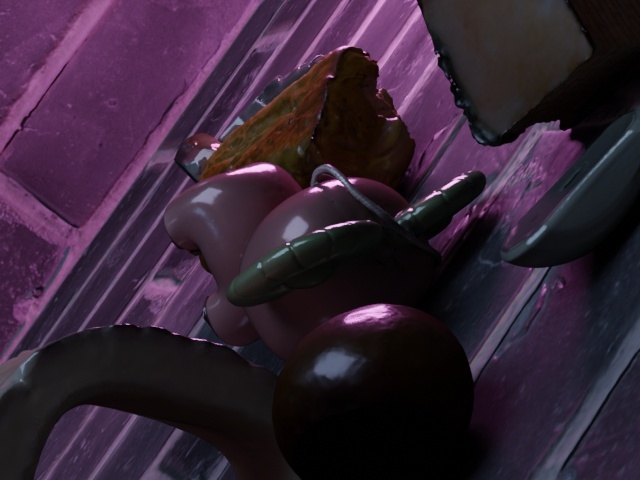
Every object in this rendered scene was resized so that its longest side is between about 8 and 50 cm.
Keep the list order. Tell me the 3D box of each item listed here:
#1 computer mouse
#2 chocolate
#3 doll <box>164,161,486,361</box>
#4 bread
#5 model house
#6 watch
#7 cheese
[{"bbox_3d":[0.220,-0.037,1.582,0.182,0.056,0.089,-47,12,-2],"label":"computer mouse"},{"bbox_3d":[0.044,0.118,1.575,0.177,0.176,0.177,-49,14,17],"label":"chocolate"},{"bbox_3d":[0.000,0.000,1.877,0.284,0.216,0.268,-22,-6,-44],"label":"doll"},{"bbox_3d":[-0.017,-0.068,2.266,0.344,0.148,0.195,-34,34,52],"label":"bread"},{"bbox_3d":[0.210,-0.204,1.810,0.172,0.183,0.166,-13,-22,-42],"label":"model house"},{"bbox_3d":[-0.050,-0.134,2.550,0.241,0.162,0.253,-46,14,-2],"label":"watch"},{"bbox_3d":[-0.149,0.228,1.656,0.153,0.332,0.292,157,121,-65],"label":"cheese"}]
